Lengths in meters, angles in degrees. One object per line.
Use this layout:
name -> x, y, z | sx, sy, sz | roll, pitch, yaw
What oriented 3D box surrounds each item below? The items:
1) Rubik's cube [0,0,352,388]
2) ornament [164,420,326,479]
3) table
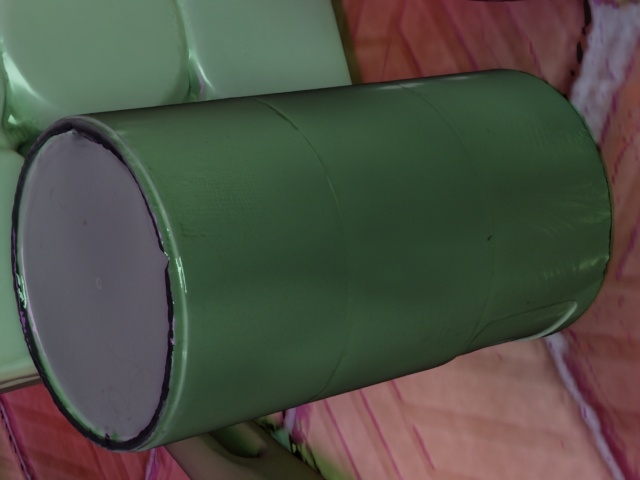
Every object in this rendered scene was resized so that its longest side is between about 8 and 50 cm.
Rubik's cube -> -0.181, -0.065, 0.771 | 0.292, 0.291, 0.290 | -20, 83, 54
ornament -> -0.020, 0.234, 0.832 | 0.245, 0.061, 0.230 | 35, 128, 47
table -> 0.000, 0.000, 0.605 | 0.126, 0.220, 0.126 | 19, 114, 50
